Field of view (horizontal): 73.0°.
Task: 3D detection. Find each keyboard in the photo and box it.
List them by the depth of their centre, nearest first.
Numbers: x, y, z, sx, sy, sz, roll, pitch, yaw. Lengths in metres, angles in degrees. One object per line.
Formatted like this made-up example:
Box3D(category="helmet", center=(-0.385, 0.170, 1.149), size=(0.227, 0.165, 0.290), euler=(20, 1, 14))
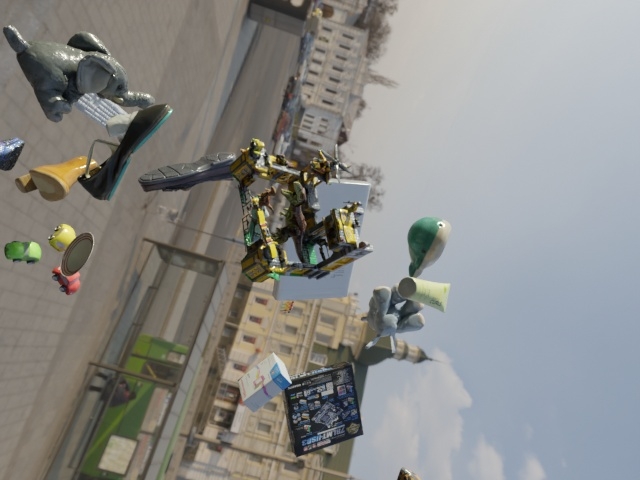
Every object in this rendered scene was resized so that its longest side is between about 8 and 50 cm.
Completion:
Box3D(category="keyboard", center=(-0.579, -0.345, 1.163), size=(0.072, 0.014, 0.256), euler=(-56, 179, -4))

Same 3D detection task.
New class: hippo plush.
Box3D(category="hippo plush", center=(0.307, 0.328, 1.864), size=(0.236, 0.234, 0.294), euler=(116, -16, -79))

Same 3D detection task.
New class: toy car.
Box3D(category="toy car", center=(-0.833, 0.043, 1.319), size=(0.225, 0.053, 0.239), euler=(22, 52, -66))

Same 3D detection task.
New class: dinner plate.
Box3D(category="dinner plate", center=(-0.698, 0.042, 1.249), size=(0.017, 0.141, 0.141), euler=(40, 59, -49))

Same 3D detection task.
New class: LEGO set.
Box3D(category="LEGO set", center=(-0.031, -0.073, 0.862), size=(0.192, 0.255, 0.331), euler=(-31, -127, 39))

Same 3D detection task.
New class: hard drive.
Box3D(category="hard drive", center=(0.000, 0.000, 1.222), size=(0.047, 0.233, 0.352), euler=(-135, -129, -58))

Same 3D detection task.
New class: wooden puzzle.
Box3D(category="wooden puzzle", center=(-0.132, 0.262, 1.719), size=(0.083, 0.049, 0.006), euler=(-69, 147, -52))

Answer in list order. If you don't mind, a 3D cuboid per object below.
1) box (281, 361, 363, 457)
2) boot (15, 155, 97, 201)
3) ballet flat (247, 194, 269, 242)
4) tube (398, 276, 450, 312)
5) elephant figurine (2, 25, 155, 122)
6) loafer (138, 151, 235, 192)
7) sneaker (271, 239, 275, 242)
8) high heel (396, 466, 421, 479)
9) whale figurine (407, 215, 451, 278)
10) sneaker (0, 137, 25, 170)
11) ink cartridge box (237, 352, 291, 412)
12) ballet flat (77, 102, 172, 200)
Box3D(category="box", center=(0.007, 0.662, 1.720), size=(0.073, 0.296, 0.293), euler=(172, -92, -71))
Box3D(category="boot", center=(-0.799, -0.211, 1.365), size=(0.211, 0.295, 0.104), euler=(-40, 127, -44))
Box3D(category="ballet flat", center=(-0.220, -0.078, 1.556), size=(0.070, 0.070, 0.188), euler=(-81, -172, -61))
Box3D(category="tube", center=(0.316, 0.153, 1.261), size=(0.070, 0.240, 0.062), euler=(-46, -129, 23))
Box3D(category="elephant figurine", center=(-0.514, -0.374, 0.962), size=(0.169, 0.239, 0.186), euler=(66, -22, -5))
Box3D(category="loafer", center=(-0.395, -0.190, 1.331), size=(0.109, 0.303, 0.095), euler=(35, -41, 45))
Box3D(category="sneaker", center=(-0.209, 0.062, 2.048), size=(0.114, 0.152, 0.305), euler=(-57, -158, -13))
Box3D(category="high heel", center=(0.186, 0.726, 1.209), size=(0.261, 0.186, 0.093), euler=(-26, 177, 33))
Box3D(category="whale figurine", center=(0.378, 0.024, 1.618), size=(0.216, 0.141, 0.272), euler=(-56, 169, -39))
Box3D(category="sneaker", center=(-0.776, -0.207, 1.009), size=(0.083, 0.087, 0.221), euler=(-50, -162, 16))
Box3D(category="ink cartridge box", center=(-0.146, 0.364, 1.111), size=(0.122, 0.052, 0.088), euler=(-38, -151, -2))
Box3D(category="ballet flat", center=(-0.448, -0.212, 0.968), size=(0.280, 0.096, 0.095), euler=(-50, -153, 10))
